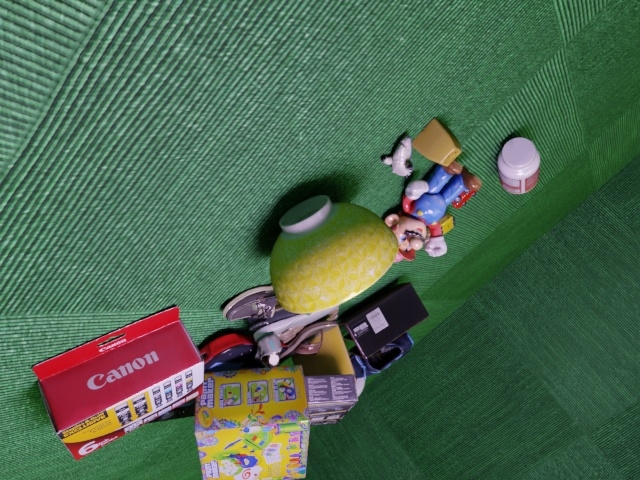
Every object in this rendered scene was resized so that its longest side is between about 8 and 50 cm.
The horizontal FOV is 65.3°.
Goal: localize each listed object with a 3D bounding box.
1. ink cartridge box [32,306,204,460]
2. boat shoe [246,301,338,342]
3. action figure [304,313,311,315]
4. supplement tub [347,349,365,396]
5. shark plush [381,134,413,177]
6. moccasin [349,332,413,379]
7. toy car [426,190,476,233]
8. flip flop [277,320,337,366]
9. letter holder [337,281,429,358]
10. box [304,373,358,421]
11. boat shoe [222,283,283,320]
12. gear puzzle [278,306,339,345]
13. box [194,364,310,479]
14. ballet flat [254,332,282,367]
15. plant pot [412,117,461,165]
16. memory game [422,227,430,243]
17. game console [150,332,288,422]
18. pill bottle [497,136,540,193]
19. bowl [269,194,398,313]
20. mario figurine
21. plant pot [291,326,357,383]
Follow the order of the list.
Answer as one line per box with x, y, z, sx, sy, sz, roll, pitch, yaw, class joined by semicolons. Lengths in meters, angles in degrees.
-0.425;0.312;1.096;0.310;0.130;0.271;-23;151;-27;ink cartridge box
-0.071;0.195;1.408;0.303;0.091;0.114;-10;154;-45;boat shoe
-0.017;0.123;1.260;0.137;0.063;0.232;-36;159;-33;action figure
0.070;0.631;2.214;0.229;0.228;0.316;-25;154;-25;supplement tub
0.203;-0.183;1.158;0.161;0.073;0.067;32;78;-60;shark plush
0.204;0.454;1.961;0.342;0.137;0.117;-44;172;31;moccasin
0.365;-0.082;1.553;0.225;0.053;0.239;-22;151;-29;toy car
-0.052;0.348;1.625;0.277;0.080;0.112;-37;156;9;flip flop
0.224;0.303;1.933;0.302;0.151;0.214;-30;-179;-15;letter holder
-0.108;0.528;1.604;0.396;0.097;0.318;0;150;-11;box
-0.140;0.162;1.278;0.224;0.073;0.080;-17;147;-40;boat shoe
-0.092;0.291;1.626;0.339;0.044;0.175;-27;156;-14;gear puzzle
-0.181;0.502;1.338;0.280;0.177;0.289;-2;129;-10;box
-0.140;0.314;1.356;0.072;0.068;0.213;-21;157;-17;ballet flat
0.276;-0.218;1.151;0.081;0.083;0.081;-49;153;22;plant pot
0.273;0.000;1.531;0.187;0.012;0.186;-10;163;-3;memory game
-0.313;0.410;1.463;0.387;0.060;0.342;-38;151;11;game console
0.608;-0.231;1.532;0.121;0.121;0.216;-41;156;7;pill bottle
0.000;0.000;1.043;0.290;0.289;0.156;-34;112;-8;bowl
0.288;-0.058;1.329;0.320;0.198;0.170;-52;174;19;mario figurine
0.006;0.423;1.765;0.187;0.212;0.212;-20;170;0;plant pot
